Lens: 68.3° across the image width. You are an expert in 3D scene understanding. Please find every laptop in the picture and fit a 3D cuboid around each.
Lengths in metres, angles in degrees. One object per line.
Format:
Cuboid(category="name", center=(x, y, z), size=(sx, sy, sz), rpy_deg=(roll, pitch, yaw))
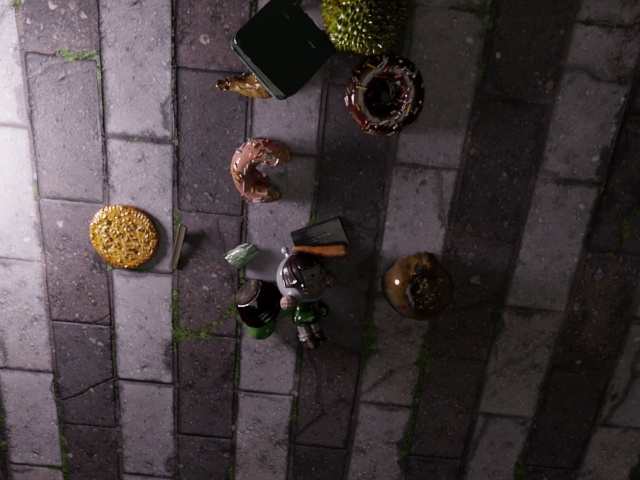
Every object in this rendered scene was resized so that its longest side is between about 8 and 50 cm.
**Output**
Cuboid(category="laptop", center=(0.000, 0.000, 1.727), size=(0.197, 0.016, 0.135), rpy_deg=(-19, 106, 8))

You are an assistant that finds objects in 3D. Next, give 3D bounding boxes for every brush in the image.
Cuboid(category="brush", center=(-0.523, 0.021, 1.743), size=(0.034, 0.027, 0.190), rpy_deg=(20, 116, -2))

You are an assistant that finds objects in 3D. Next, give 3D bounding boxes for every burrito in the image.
Cuboid(category="burrito", center=(-0.289, 0.051, 1.737), size=(0.118, 0.044, 0.074), rpy_deg=(-35, 101, 16))

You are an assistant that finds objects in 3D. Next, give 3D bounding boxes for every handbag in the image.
Cuboid(category="handbag", center=(-0.109, -0.598, 1.449), size=(0.247, 0.079, 0.260), rpy_deg=(45, 79, -15))

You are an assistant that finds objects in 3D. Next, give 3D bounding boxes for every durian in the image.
Cuboid(category="durian", center=(0.119, -0.677, 1.379), size=(0.224, 0.291, 0.291), rpy_deg=(4, 113, 37))

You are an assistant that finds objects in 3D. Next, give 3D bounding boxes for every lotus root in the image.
Cuboid(category="lotus root", center=(0.360, 0.179, 1.703), size=(0.272, 0.192, 0.272), rpy_deg=(0, 102, 1))

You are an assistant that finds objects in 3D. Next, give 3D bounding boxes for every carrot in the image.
Cuboid(category="carrot", center=(0.000, 0.037, 1.713), size=(0.216, 0.048, 0.048), rpy_deg=(2, 109, 8))

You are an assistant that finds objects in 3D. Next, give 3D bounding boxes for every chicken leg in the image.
Cuboid(category="chicken leg", center=(-0.233, -0.513, 1.519), size=(0.207, 0.085, 0.101), rpy_deg=(2, 135, 4))

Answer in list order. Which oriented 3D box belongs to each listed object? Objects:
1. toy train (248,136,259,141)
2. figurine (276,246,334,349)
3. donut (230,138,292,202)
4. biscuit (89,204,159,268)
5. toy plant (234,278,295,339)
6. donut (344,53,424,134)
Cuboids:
Cuboid(category="toy train", center=(-0.216, -0.316, 1.614), size=(0.053, 0.033, 0.083), rpy_deg=(-21, 108, 4))
Cuboid(category="figurine", center=(-0.055, 0.200, 1.689), size=(0.167, 0.281, 0.370), rpy_deg=(-2, 105, 38))
Cuboid(category="donut", center=(-0.207, -0.232, 1.592), size=(0.199, 0.085, 0.233), rpy_deg=(12, 124, -7))
Cuboid(category="biscuit", center=(-0.719, -0.012, 1.728), size=(0.254, 0.035, 0.254), rpy_deg=(0, 109, 1))
Cuboid(category="toy plant", center=(-0.210, 0.256, 1.749), size=(0.218, 0.175, 0.235), rpy_deg=(-35, 130, 6))
Cuboid(category="donut", center=(0.210, -0.466, 1.518), size=(0.269, 0.103, 0.270), rpy_deg=(0, 109, -1))
